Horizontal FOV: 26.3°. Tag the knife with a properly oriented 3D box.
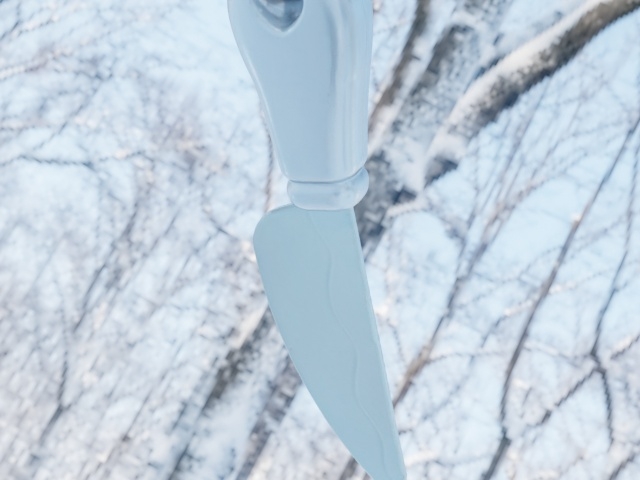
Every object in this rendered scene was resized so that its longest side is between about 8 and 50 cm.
[{"bbox_3d":[-0.002,-0.001,0.728,0.080,0.044,0.331,8,-57,24],"label":"knife"}]
